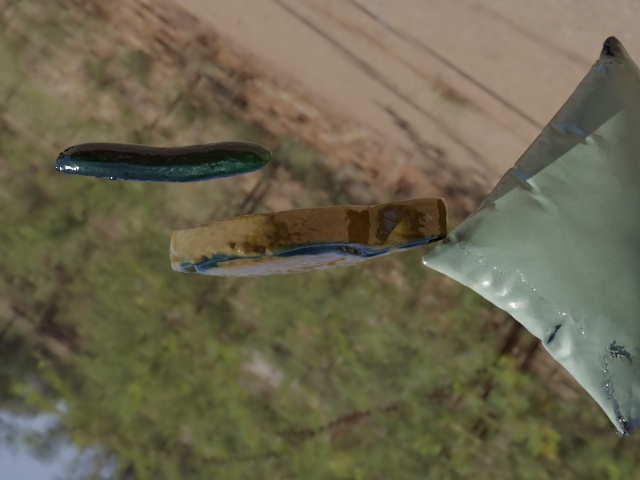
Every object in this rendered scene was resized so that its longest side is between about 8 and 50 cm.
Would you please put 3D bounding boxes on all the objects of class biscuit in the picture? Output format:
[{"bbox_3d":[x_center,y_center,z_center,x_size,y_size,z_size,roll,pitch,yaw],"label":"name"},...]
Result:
[{"bbox_3d":[0.000,0.002,1.653,0.287,0.057,0.343,-8,177,18],"label":"biscuit"}]

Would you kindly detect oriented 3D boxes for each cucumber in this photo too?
[{"bbox_3d":[-0.129,-0.063,1.257,0.184,0.036,0.033,0,144,9],"label":"cucumber"}]

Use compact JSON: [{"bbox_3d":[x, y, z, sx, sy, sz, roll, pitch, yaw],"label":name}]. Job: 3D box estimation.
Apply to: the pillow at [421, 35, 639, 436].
[{"bbox_3d":[0.317,0.002,1.659,0.312,0.310,0.119,41,-175,-9],"label":"pillow"}]
